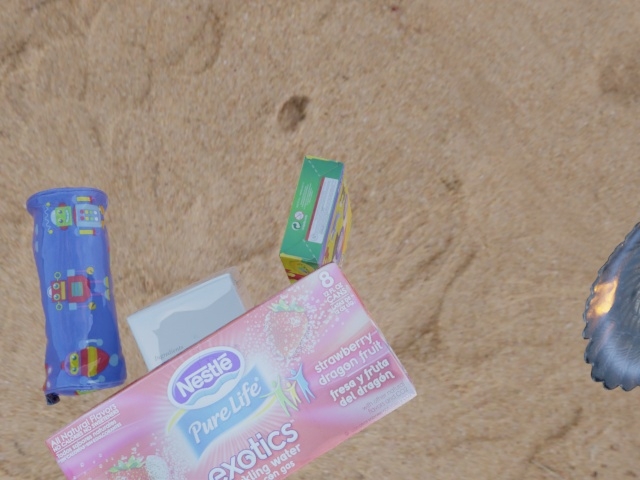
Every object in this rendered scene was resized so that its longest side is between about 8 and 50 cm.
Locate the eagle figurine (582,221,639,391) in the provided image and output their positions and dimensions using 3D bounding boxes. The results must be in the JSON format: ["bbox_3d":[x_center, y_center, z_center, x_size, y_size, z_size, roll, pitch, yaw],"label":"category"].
[{"bbox_3d":[0.408,0.019,0.998,0.226,0.298,0.225,40,32,-29],"label":"eagle figurine"}]

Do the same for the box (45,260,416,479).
[{"bbox_3d":[-0.077,0.154,0.865,0.300,0.154,0.142,-32,89,0],"label":"box"}]

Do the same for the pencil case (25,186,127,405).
[{"bbox_3d":[-0.352,0.078,1.344,0.119,0.133,0.306,-6,81,-10],"label":"pencil case"}]

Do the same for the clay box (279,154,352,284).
[{"bbox_3d":[0.000,0.000,1.144,0.053,0.222,0.127,11,73,10],"label":"clay box"}]

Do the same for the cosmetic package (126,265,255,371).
[{"bbox_3d":[-0.151,0.149,1.272,0.151,0.151,0.183,-23,93,-1],"label":"cosmetic package"}]
